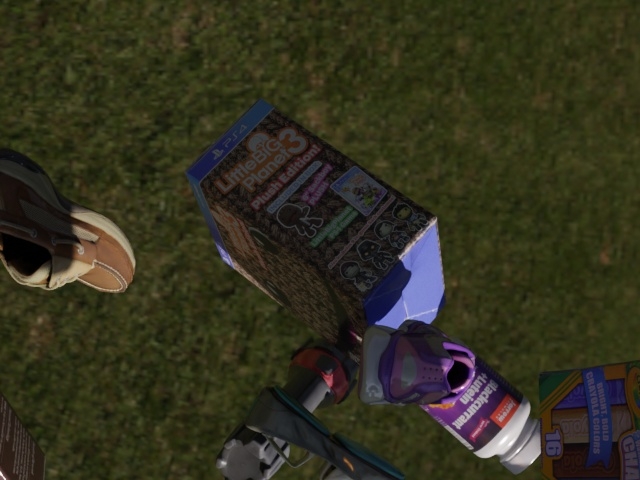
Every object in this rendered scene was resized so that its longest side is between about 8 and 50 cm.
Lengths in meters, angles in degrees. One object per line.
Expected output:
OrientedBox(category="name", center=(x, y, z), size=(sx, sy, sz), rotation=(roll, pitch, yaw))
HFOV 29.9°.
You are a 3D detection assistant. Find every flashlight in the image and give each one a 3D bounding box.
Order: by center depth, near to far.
OrientedBox(category="flashlight", center=(-0.044, 0.237, 1.651), size=(0.304, 0.103, 0.103), rotation=(-44, 121, -55))

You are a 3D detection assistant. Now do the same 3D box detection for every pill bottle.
OrientedBox(category="pill bottle", center=(0.222, 0.233, 1.670), size=(0.193, 0.108, 0.108), rotation=(41, 53, 1))

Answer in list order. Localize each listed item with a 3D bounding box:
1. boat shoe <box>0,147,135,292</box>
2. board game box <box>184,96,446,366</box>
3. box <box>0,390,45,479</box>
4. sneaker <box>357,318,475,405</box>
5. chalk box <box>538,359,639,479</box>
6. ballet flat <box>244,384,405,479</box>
OrientedBox(category="boat shoe", center=(-0.358, 0.003, 1.527), size=(0.324, 0.122, 0.120), rotation=(44, 48, -52))
OrientedBox(category="board game box", center=(0.000, 0.000, 1.510), size=(0.141, 0.291, 0.232), rotation=(-46, 153, -17))
OrientedBox(category="box", center=(-0.530, 0.331, 1.771), size=(0.167, 0.168, 0.203), rotation=(-109, 175, -59))
OrientedBox(category="sneaker", center=(0.117, 0.135, 1.274), size=(0.236, 0.104, 0.095), rotation=(7, 86, -72))
OrientedBox(category="chalk box", center=(0.406, 0.230, 1.371), size=(0.180, 0.289, 0.179), rotation=(5, 79, -25))
OrientedBox(category="ballet flat", center=(0.002, 0.248, 1.414), size=(0.213, 0.072, 0.068), rotation=(36, 91, -16))
